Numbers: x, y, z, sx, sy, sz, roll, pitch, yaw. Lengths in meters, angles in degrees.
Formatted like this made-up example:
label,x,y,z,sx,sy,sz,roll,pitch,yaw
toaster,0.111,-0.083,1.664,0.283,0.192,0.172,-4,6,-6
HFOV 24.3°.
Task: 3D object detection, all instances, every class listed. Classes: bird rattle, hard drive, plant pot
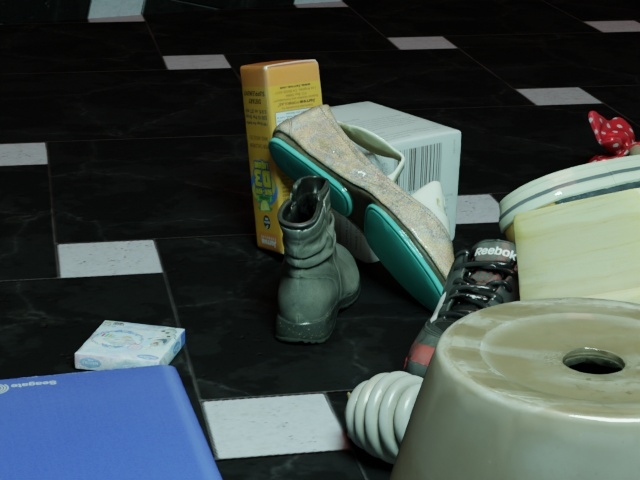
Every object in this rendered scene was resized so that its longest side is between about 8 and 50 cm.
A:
label,x,y,z,sx,sy,sz,roll,pitch,yaw
bird rattle,0.495,-0.102,2.103,0.207,0.143,0.253,7,4,-18
hard drive,-0.199,0.195,1.266,0.210,0.040,0.318,-4,20,-14
plant pot,0.159,0.196,0.926,0.323,0.280,0.323,0,18,0

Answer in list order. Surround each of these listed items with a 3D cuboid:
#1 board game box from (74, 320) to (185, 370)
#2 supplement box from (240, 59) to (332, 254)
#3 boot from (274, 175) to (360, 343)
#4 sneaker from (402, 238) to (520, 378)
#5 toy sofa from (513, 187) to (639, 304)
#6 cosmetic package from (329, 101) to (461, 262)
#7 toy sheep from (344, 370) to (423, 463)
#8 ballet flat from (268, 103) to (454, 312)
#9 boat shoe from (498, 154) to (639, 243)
label,x,y,z,sx,sy,sz,roll,pitch,yaw
board game box,-0.196,0.112,1.536,0.090,0.020,0.090,5,19,11
supplement box,-0.041,-0.103,1.825,0.080,0.233,0.078,-12,11,-27
boot,0.000,0.000,1.652,0.084,0.161,0.246,4,20,7
sneaker,0.155,0.071,1.470,0.098,0.135,0.276,10,17,24
toy sofa,0.356,0.058,1.454,0.363,0.177,0.150,3,-10,-44
cosmetic package,0.061,-0.079,1.897,0.151,0.151,0.184,-13,24,-36
toy sheep,0.073,0.158,1.323,0.132,0.091,0.091,-7,9,43
ballet flat,0.076,-0.050,1.705,0.106,0.107,0.316,-37,69,-22
boat shoe,0.448,-0.029,1.741,0.500,0.156,0.187,-12,-16,-21
